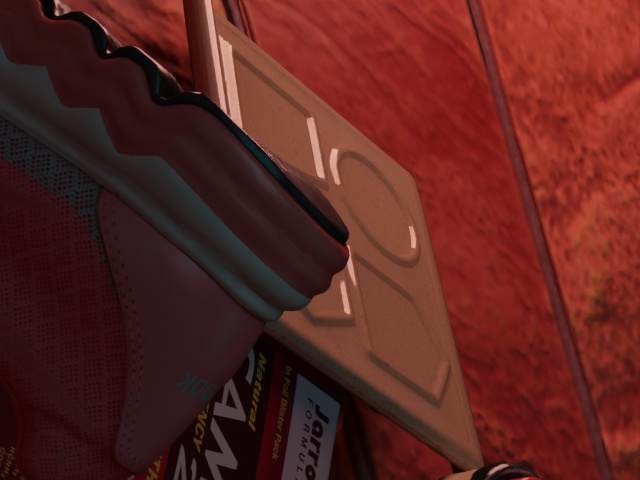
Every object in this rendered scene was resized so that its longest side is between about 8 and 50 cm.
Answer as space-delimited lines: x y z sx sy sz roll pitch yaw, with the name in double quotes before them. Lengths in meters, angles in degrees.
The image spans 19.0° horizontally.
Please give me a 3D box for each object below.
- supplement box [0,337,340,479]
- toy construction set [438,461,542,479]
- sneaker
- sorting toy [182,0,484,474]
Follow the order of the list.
"supplement box" -0.097 0.068 0.732 0.239 0.073 0.130 40 48 -39
"toy construction set" 0.072 0.227 0.826 0.215 0.151 0.327 54 37 -12
"sneaker" -0.148 -0.039 0.596 0.136 0.314 0.116 -55 161 -1
"sorting toy" 0.000 0.000 0.884 0.208 0.038 0.193 43 26 -41
